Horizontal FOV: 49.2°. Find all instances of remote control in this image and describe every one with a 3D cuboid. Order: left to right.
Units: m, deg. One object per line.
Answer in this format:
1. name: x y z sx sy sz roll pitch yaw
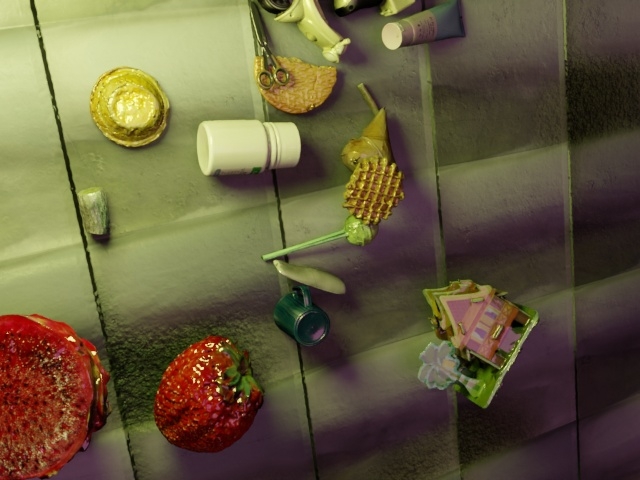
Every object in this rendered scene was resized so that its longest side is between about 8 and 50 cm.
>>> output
1. remote control: -0.022 0.096 1.896 0.229 0.073 0.044 22 111 -29

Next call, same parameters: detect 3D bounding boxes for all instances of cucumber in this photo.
1. cucumber: -0.531 -0.067 1.647 0.064 0.064 0.111 -13 108 -22

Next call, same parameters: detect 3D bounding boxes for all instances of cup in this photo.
1. cup: -0.057 0.200 1.873 0.113 0.138 0.150 -36 113 -14

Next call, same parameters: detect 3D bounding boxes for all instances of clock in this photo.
1. clock: 0.045 -0.617 1.764 0.379 0.120 0.276 -37 110 -14

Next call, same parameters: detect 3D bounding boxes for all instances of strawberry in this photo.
1. strawberry: -0.297 0.393 1.759 0.288 0.250 0.238 -33 121 12

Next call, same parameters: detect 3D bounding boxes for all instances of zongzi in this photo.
1. zongzi: 0.174 -0.239 1.913 0.194 0.099 0.197 42 78 -25

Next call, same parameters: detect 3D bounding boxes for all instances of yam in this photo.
1. yam: 0.138 -0.378 1.906 0.021 0.021 0.116 -41 113 -12

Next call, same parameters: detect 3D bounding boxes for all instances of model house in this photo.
1. model house: 0.410 0.279 2.095 0.313 0.242 0.357 30 89 -10

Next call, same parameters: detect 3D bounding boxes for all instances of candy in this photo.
1. candy: 0.000 0.000 1.900 0.336 0.092 0.092 -16 99 -12

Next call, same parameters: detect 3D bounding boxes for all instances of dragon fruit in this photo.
1. dragon fruit: -0.654 0.338 1.561 0.386 0.249 0.371 -43 88 2

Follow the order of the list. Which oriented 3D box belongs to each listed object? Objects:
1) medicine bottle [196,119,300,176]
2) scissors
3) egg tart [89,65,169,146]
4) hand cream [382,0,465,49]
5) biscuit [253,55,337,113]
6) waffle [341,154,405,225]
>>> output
1. medicine bottle: -0.178 -0.232 1.729 0.237 0.139 0.139 -7 104 -24
2. scissors: -0.141 -0.486 1.735 0.088 0.017 0.220 -18 95 -21
3. egg tart: -0.442 -0.311 1.628 0.191 0.074 0.191 -5 102 -21
4. hand cream: 0.290 -0.583 1.891 0.312 0.070 0.111 -26 111 -40
5. biscuit: -0.067 -0.399 1.800 0.225 0.033 0.144 -1 100 -22
6. waffle: 0.144 -0.132 1.853 0.191 0.038 0.191 -6 110 -18
